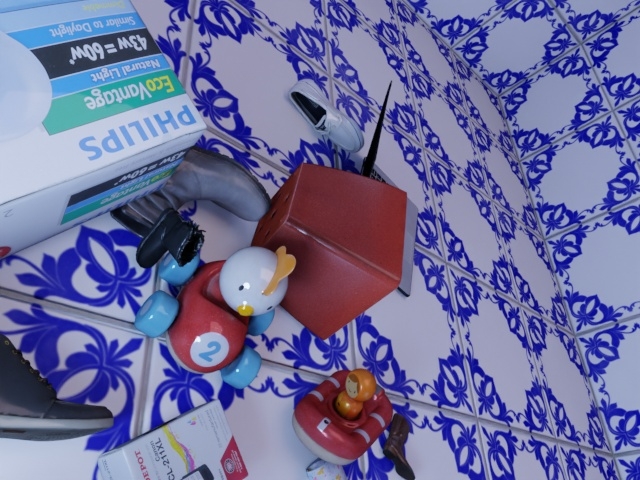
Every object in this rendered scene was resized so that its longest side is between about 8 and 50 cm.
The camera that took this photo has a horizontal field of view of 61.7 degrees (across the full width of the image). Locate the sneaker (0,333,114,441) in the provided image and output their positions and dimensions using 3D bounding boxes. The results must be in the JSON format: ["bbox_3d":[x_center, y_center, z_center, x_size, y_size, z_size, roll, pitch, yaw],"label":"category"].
[{"bbox_3d":[-0.364,0.183,0.673,0.221,0.083,0.118,21,50,-40],"label":"sneaker"}]

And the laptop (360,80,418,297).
[{"bbox_3d":[0.214,-0.137,1.462,0.408,0.236,0.382,42,40,-23],"label":"laptop"}]

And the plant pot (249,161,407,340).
[{"bbox_3d":[0.000,0.000,1.110,0.235,0.267,0.267,30,44,-18],"label":"plant pot"}]

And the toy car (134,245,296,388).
[{"bbox_3d":[-0.134,0.095,0.880,0.219,0.237,0.210,39,41,-25],"label":"toy car"}]

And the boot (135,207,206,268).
[{"bbox_3d":[-0.243,0.011,0.869,0.099,0.121,0.045,35,4,38],"label":"boot"}]

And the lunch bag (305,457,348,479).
[{"bbox_3d":[0.007,0.435,0.971,0.083,0.053,0.071,-11,76,-63],"label":"lunch bag"}]

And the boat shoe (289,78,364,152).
[{"bbox_3d":[0.012,-0.332,1.492,0.258,0.095,0.084,41,43,-7],"label":"boat shoe"}]

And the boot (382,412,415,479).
[{"bbox_3d":[0.186,0.455,1.190,0.106,0.037,0.114,54,31,-11],"label":"boot"}]

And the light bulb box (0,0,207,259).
[{"bbox_3d":[-0.412,-0.195,0.695,0.357,0.225,0.361,-33,92,-38],"label":"light bulb box"}]

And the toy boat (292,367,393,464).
[{"bbox_3d":[0.056,0.304,1.007,0.151,0.151,0.231,34,29,21],"label":"toy boat"}]

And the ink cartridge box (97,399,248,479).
[{"bbox_3d":[-0.207,0.327,0.771,0.175,0.072,0.128,-14,77,-54],"label":"ink cartridge box"}]

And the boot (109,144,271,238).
[{"bbox_3d":[-0.261,-0.080,0.983,0.338,0.118,0.223,34,49,-21],"label":"boot"}]
